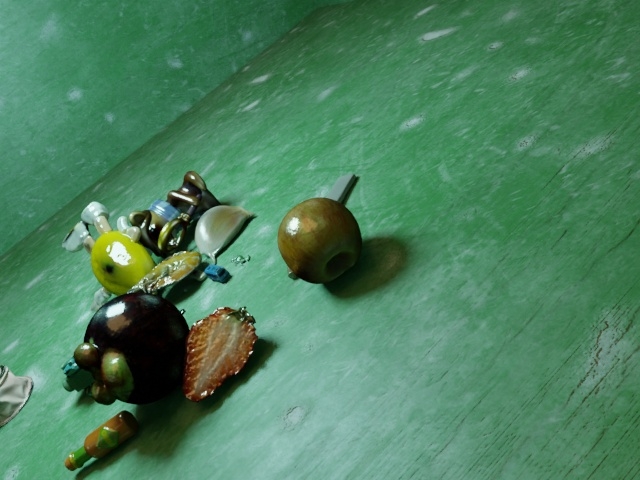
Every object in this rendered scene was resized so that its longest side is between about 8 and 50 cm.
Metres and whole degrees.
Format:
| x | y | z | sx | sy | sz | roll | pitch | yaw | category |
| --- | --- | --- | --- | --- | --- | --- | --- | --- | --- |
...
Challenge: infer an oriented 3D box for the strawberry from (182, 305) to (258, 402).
| x | y | z | sx | sy | sz | roll | pitch | yaw | category |
| --- | --- | --- | --- | --- | --- | --- | --- | --- | --- |
| -0.244 | 0.270 | 1.401 | 0.236 | 0.106 | 0.175 | -40 | 67 | -7 | strawberry |

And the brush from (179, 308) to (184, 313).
| x | y | z | sx | sy | sz | roll | pitch | yaw | category |
| --- | --- | --- | --- | --- | --- | --- | --- | --- | --- |
| -0.442 | 0.231 | 1.733 | 0.083 | 0.008 | 0.024 | -36 | 31 | -1 | brush |

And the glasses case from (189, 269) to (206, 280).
| x | y | z | sx | sy | sz | roll | pitch | yaw | category |
| --- | --- | --- | --- | --- | --- | --- | --- | --- | --- |
| -0.392 | 0.110 | 1.844 | 0.032 | 0.021 | 0.083 | -46 | 32 | -22 | glasses case |

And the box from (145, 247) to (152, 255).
| x | y | z | sx | sy | sz | roll | pitch | yaw | category |
| --- | --- | --- | --- | --- | --- | --- | --- | --- | --- |
| -0.671 | 0.040 | 2.195 | 0.041 | 0.050 | 0.207 | -23 | 32 | 22 | box |

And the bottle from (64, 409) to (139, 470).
| x | y | z | sx | sy | sz | roll | pitch | yaw | category |
| --- | --- | --- | --- | --- | --- | --- | --- | --- | --- |
| -0.533 | 0.490 | 1.395 | 0.187 | 0.069 | 0.069 | -37 | 30 | 1 | bottle |

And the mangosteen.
| x | y | z | sx | sy | sz | roll | pitch | yaw | category |
| --- | --- | --- | --- | --- | --- | --- | --- | --- | --- |
| -0.457 | 0.270 | 1.416 | 0.288 | 0.288 | 0.288 | -25 | 31 | 16 | mangosteen |

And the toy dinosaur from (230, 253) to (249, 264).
| x | y | z | sx | sy | sz | roll | pitch | yaw | category |
| --- | --- | --- | --- | --- | --- | --- | --- | --- | --- |
| -0.249 | 0.052 | 1.788 | 0.062 | 0.021 | 0.083 | -23 | 35 | 7 | toy dinosaur |

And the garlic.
| x | y | z | sx | sy | sz | roll | pitch | yaw | category |
| --- | --- | --- | --- | --- | --- | --- | --- | --- | --- |
| -0.359 | -0.014 | 1.939 | 0.149 | 0.129 | 0.266 | -13 | 45 | 53 | garlic |

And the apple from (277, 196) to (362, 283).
| x | y | z | sx | sy | sz | roll | pitch | yaw | category |
| --- | --- | --- | --- | --- | --- | --- | --- | --- | --- |
| 0.000 | 0.000 | 1.434 | 0.211 | 0.211 | 0.187 | -34 | 56 | 1 | apple |

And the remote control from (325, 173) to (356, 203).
| x | y | z | sx | sy | sz | roll | pitch | yaw | category |
| --- | --- | --- | --- | --- | --- | --- | --- | --- | --- |
| 0.037 | -0.113 | 1.737 | 0.067 | 0.029 | 0.261 | -9 | 36 | 38 | remote control |

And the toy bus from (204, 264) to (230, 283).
| x | y | z | sx | sy | sz | roll | pitch | yaw | category |
| --- | --- | --- | --- | --- | --- | --- | --- | --- | --- |
| -0.315 | 0.100 | 1.758 | 0.083 | 0.046 | 0.038 | 6 | 49 | 50 | toy bus |

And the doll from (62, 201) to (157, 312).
| x | y | z | sx | sy | sz | roll | pitch | yaw | category |
| --- | --- | --- | --- | --- | --- | --- | --- | --- | --- |
| -0.724 | 0.065 | 1.978 | 0.348 | 0.422 | 0.161 | -27 | -11 | 28 | doll |

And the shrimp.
| x | y | z | sx | sy | sz | roll | pitch | yaw | category |
| --- | --- | --- | --- | --- | --- | --- | --- | --- | --- |
| -0.497 | 0.125 | 1.802 | 0.164 | 0.062 | 0.317 | 3 | 34 | 46 | shrimp |

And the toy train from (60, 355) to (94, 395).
| x | y | z | sx | sy | sz | roll | pitch | yaw | category |
| --- | --- | --- | --- | --- | --- | --- | --- | --- | --- |
| -0.611 | 0.318 | 1.680 | 0.298 | 0.120 | 0.194 | -34 | 22 | 2 | toy train |

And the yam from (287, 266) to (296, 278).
| x | y | z | sx | sy | sz | roll | pitch | yaw | category |
| --- | --- | --- | --- | --- | --- | --- | --- | --- | --- |
| -0.079 | 0.054 | 1.604 | 0.032 | 0.032 | 0.145 | -26 | 32 | 14 | yam |

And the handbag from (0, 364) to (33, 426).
| x | y | z | sx | sy | sz | roll | pitch | yaw | category |
| --- | --- | --- | --- | --- | --- | --- | --- | --- | --- |
| -1.032 | 0.493 | 1.836 | 0.179 | 0.116 | 0.205 | -29 | 31 | 12 | handbag |

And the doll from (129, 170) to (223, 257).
| x | y | z | sx | sy | sz | roll | pitch | yaw | category |
| --- | --- | --- | --- | --- | --- | --- | --- | --- | --- |
| -0.508 | -0.083 | 2.078 | 0.340 | 0.209 | 0.318 | -40 | -2 | -24 | doll |
